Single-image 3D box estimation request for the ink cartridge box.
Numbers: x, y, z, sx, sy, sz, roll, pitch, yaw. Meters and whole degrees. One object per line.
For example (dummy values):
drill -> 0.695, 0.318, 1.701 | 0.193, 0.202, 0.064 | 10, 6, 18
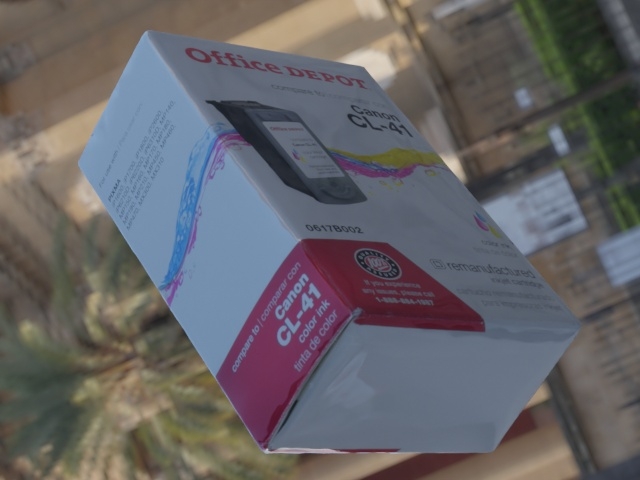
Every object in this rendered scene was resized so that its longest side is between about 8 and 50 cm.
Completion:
ink cartridge box -> 0.000, 0.000, 1.133 | 0.226, 0.131, 0.306 | 4, -142, -42
